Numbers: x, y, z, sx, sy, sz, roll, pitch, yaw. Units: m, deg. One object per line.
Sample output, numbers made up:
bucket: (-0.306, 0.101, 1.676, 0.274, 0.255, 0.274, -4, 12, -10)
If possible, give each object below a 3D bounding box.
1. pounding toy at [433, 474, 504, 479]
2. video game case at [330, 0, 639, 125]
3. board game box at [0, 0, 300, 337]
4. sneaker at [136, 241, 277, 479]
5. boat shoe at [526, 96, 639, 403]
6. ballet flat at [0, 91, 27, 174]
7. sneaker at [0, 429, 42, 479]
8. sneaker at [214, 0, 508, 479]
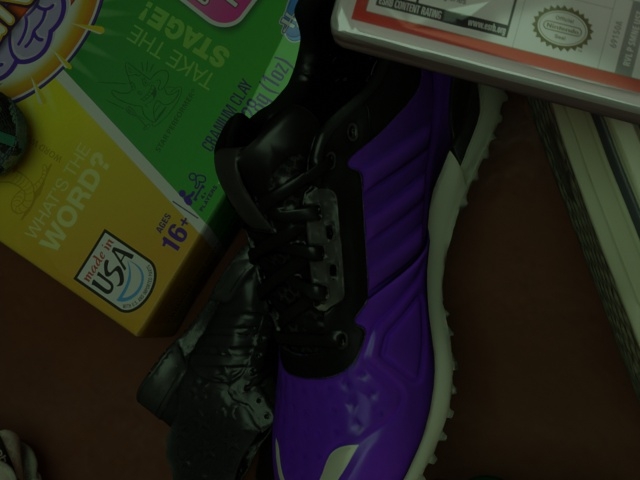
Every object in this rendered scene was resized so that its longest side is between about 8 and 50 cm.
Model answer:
pounding toy: (0.142, 0.176, 0.537, 0.206, 0.181, 0.094, 6, 88, 13)
video game case: (0.139, -0.189, 0.449, 0.204, 0.025, 0.285, 16, 86, 5)
board game box: (-0.162, -0.126, 0.681, 0.316, 0.064, 0.242, 32, 94, 12)
sneaker: (-0.042, 0.078, 0.653, 0.089, 0.051, 0.170, 40, 100, 11)
boat shoe: (0.169, -0.126, 0.554, 0.156, 0.187, 0.500, -20, 89, 9)
ballet flat: (-0.258, -0.081, 0.633, 0.188, 0.070, 0.070, 11, 89, 13)
sneaker: (-0.206, 0.186, 0.658, 0.118, 0.110, 0.292, -34, 81, -1)
sneaker: (-0.001, 0.000, 0.576, 0.102, 0.146, 0.293, 1, 75, 45)
